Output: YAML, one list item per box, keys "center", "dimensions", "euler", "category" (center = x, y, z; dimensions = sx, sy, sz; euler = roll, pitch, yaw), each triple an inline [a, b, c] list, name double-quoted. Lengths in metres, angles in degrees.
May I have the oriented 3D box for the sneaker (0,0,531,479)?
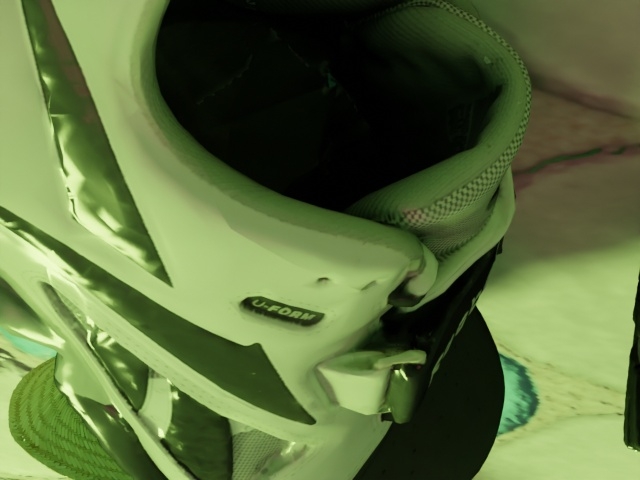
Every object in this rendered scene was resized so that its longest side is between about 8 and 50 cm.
- center: [0.000, 0.000, 0.488]
  dimensions: [0.146, 0.122, 0.330]
  euler: [-2, 154, 30]
  category: "sneaker"

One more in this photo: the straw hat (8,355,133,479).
- center: [-0.038, 0.032, 0.646]
  dimensions: [0.144, 0.144, 0.061]
  euler: [6, 114, 11]
  category: "straw hat"

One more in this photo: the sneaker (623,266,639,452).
- center: [0.153, 0.018, 0.520]
  dimensions: [0.094, 0.082, 0.208]
  euler: [13, 156, -12]
  category: "sneaker"
